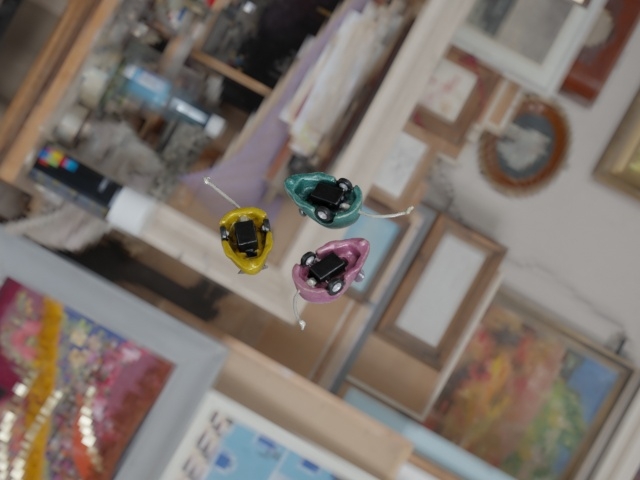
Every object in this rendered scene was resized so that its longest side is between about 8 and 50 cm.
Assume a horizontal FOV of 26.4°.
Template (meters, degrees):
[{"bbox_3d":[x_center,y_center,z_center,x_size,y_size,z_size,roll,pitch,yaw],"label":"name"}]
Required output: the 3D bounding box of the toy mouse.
[{"bbox_3d":[0.000,0.000,1.005,0.031,0.143,0.161,84,-10,-48],"label":"toy mouse"}]
